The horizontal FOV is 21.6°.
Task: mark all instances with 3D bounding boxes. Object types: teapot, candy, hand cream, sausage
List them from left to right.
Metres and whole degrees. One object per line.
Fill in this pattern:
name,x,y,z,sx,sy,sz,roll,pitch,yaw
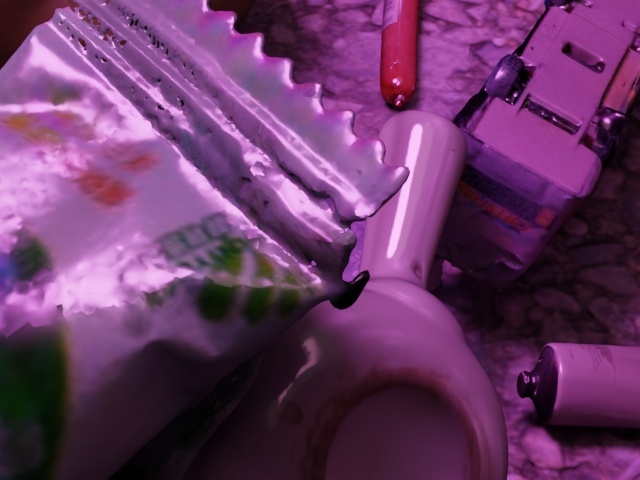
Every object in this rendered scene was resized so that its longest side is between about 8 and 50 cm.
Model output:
candy,-0.153,0.044,0.890,0.263,0.172,0.398,40,92,22
teapot,0.037,0.088,1.025,0.318,0.220,0.149,-42,23,-26
sausage,0.070,-0.198,1.437,0.034,0.034,0.253,6,45,2
hand cream,0.224,0.101,1.140,0.186,0.054,0.087,4,40,-10

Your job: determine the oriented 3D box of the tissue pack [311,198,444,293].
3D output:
tissue pack,0.000,0.000,1.220,0.112,0.051,0.156,-30,55,-27

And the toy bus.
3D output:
toy bus,0.172,-0.095,1.242,0.112,0.138,0.317,32,39,6

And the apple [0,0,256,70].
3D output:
apple,-0.226,-0.272,1.317,0.311,0.320,0.360,-46,47,6
